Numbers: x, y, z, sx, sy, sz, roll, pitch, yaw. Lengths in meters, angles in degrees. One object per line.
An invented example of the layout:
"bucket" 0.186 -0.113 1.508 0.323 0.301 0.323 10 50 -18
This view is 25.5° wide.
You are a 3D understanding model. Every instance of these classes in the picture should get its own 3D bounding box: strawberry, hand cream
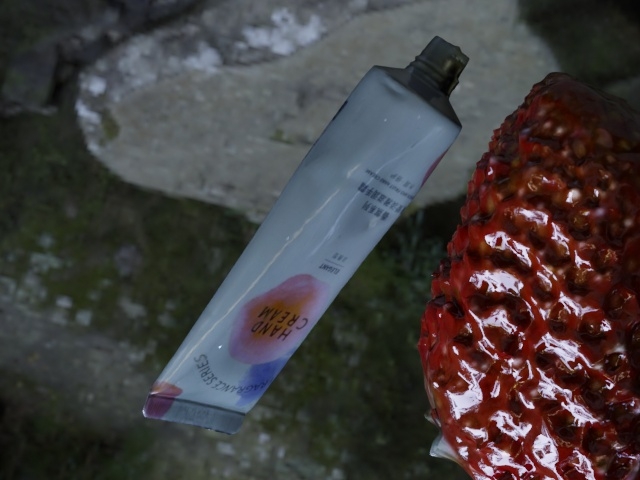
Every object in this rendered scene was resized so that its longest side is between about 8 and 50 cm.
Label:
"strawberry" 0.224 0.052 1.113 0.292 0.292 0.343 13 128 3
"hand cream" 0.000 0.000 1.023 0.078 0.340 0.124 38 -172 32
